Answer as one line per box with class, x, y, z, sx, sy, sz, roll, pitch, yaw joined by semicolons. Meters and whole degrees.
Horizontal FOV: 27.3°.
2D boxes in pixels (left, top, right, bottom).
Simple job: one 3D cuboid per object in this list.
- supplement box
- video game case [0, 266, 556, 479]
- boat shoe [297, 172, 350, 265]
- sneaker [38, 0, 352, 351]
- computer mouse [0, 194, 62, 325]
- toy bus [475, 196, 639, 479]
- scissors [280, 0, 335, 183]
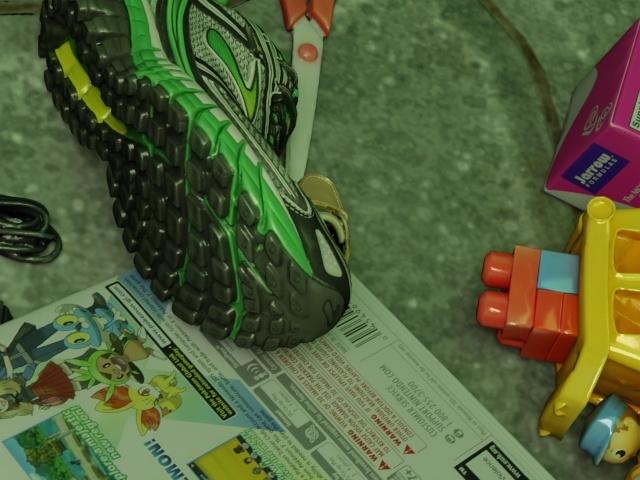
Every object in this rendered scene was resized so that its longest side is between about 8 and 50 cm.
supplement box;0.297;-0.055;0.990;0.220;0.111;0.114;26;60;-5
video game case;-0.028;0.139;0.758;0.300;0.036;0.329;-25;61;-39
boat shoe;0.000;0.000;0.848;0.050;0.045;0.135;12;43;-12
sneaker;-0.061;-0.075;0.825;0.146;0.134;0.343;-9;47;-26
computer mouse;-0.268;0.061;0.780;0.184;0.060;0.262;17;62;-11
toy bus;0.208;0.081;0.891;0.211;0.149;0.220;7;66;0
scissors;0.000;-0.154;0.989;0.109;0.021;0.297;-2;66;-21
